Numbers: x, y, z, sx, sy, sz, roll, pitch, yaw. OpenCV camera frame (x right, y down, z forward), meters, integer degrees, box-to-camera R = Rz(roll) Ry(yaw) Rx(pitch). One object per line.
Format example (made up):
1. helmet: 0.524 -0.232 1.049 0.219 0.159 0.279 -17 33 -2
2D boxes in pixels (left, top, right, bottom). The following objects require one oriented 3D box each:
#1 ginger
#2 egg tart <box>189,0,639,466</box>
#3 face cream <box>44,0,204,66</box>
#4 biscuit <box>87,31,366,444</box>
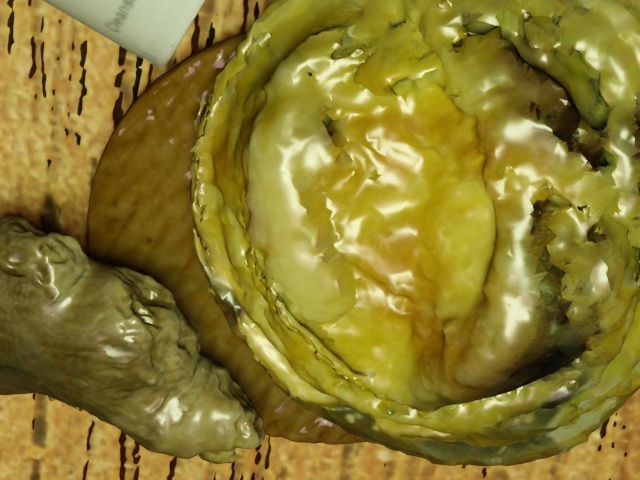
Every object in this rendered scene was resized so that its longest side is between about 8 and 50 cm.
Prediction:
1. ginger: -0.185 0.040 0.982 0.333 0.080 0.166 17 134 16
2. egg tart: 0.066 -0.008 0.871 0.297 0.132 0.297 4 114 9
3. face cream: -0.198 -0.230 0.814 0.370 0.145 0.145 28 120 -8
4. biscuit: 0.000 -0.001 0.973 0.262 0.037 0.262 4 119 7
